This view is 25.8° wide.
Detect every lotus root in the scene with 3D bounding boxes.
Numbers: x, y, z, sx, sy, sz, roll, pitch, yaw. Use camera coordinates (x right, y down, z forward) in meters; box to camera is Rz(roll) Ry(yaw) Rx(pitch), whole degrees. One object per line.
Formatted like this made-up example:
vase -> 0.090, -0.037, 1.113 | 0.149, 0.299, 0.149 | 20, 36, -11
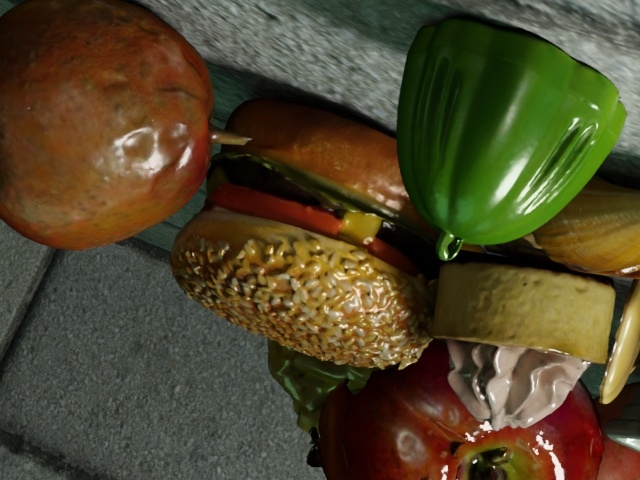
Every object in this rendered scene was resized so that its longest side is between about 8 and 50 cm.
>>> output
lotus root -> 0.129, -0.061, 1.100 | 0.186, 0.186, 0.186 | 24, 172, 4

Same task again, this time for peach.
peach -> 0.169, 0.263, 1.784 | 0.353, 0.339, 0.416 | 62, 172, -12

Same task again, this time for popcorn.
popcorn -> 0.080, 0.180, 2.130 | 0.349, 0.349, 0.382 | 27, -150, -14

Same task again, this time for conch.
conch -> 0.269, -0.013, 1.245 | 0.109, 0.093, 0.330 | 27, 172, -28

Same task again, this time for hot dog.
hot dog -> 0.254, -0.008, 1.435 | 0.104, 0.076, 0.250 | 7, -175, -27

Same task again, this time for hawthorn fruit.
hawthorn fruit -> -0.217, -0.128, 1.475 | 0.298, 0.277, 0.277 | 4, 169, 7

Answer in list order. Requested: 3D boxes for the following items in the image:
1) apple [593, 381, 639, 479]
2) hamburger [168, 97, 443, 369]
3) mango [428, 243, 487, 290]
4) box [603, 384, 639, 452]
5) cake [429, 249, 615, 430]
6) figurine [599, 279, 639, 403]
apple -> 0.539, 0.396, 2.238 | 0.364, 0.364, 0.364 | 24, 172, 4
hamburger -> 0.000, 0.000, 1.589 | 0.330, 0.250, 0.330 | 24, 173, 3
mango -> 0.098, 0.014, 1.900 | 0.262, 0.109, 0.157 | 21, 168, 12
box -> 0.521, 0.212, 1.645 | 0.312, 0.182, 0.175 | 26, 173, -2
cake -> 0.205, 0.108, 1.455 | 0.185, 0.178, 0.207 | 9, -175, 6
figurine -> 0.435, 0.138, 1.459 | 0.257, 0.181, 0.208 | 17, 152, 18
